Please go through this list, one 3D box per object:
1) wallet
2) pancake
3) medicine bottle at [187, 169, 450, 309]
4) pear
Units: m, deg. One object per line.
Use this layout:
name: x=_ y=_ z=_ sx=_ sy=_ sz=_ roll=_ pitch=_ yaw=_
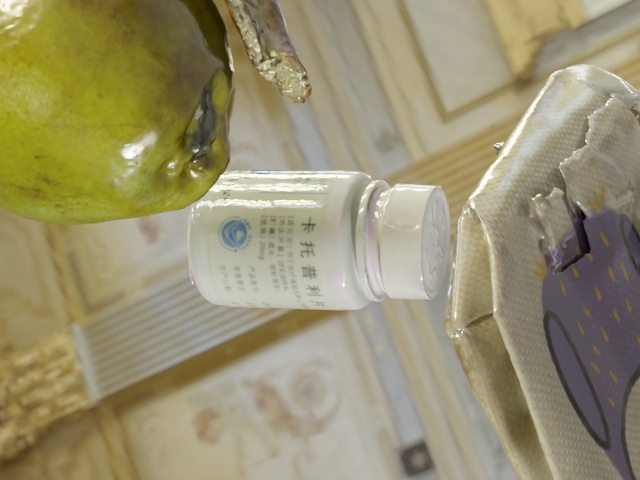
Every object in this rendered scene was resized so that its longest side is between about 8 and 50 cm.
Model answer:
wallet: x=0.168 y=0.054 z=0.844 sx=0.275 sy=0.068 sz=0.335 roll=57 pitch=-144 yaw=-14
pancake: x=-0.083 y=-0.284 z=1.682 sx=0.212 sy=0.056 sz=0.257 roll=-106 pitch=-4 yaw=-60
medicine bottle: x=0.000 y=0.000 z=1.975 sx=0.170 sy=0.293 sz=0.170 roll=2 pitch=-90 yaw=-72
pear: x=-0.269 y=-0.186 z=1.657 sx=0.413 sy=0.352 sz=0.352 roll=44 pitch=-167 yaw=25
